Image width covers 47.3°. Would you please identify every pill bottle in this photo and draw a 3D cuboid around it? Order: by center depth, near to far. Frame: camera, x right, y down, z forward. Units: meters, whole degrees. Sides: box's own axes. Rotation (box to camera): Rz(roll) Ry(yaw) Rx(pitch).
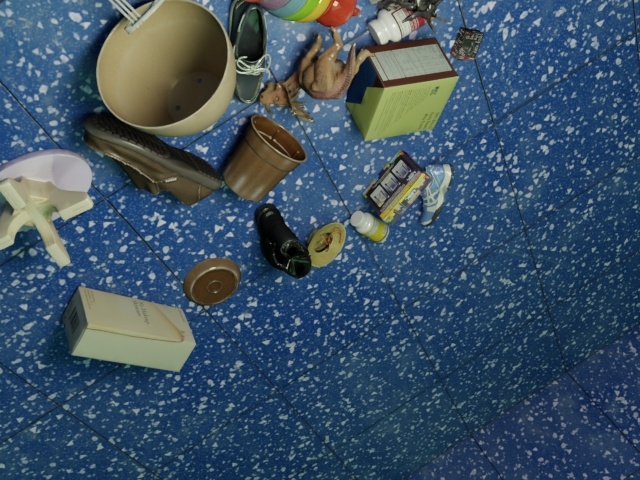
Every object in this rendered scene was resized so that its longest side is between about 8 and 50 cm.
[{"bbox_3d":[0.192,-0.531,1.744,0.152,0.086,0.086,-32,134,-1],"label":"pill bottle"},{"bbox_3d":[0.141,-0.043,2.125,0.116,0.065,0.065,30,108,-41],"label":"pill bottle"}]

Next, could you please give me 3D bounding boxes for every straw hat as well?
[{"bbox_3d":[0.000,0.000,2.084,0.144,0.061,0.144,-26,133,-32],"label":"straw hat"}]

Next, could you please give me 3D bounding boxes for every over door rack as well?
[{"bbox_3d":[-0.328,-0.572,1.354,0.324,0.108,0.239,-32,122,26],"label":"over door rack"}]

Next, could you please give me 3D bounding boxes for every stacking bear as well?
[{"bbox_3d":[-0.035,-0.544,1.563,0.289,0.175,0.164,8,94,-47],"label":"stacking bear"}]

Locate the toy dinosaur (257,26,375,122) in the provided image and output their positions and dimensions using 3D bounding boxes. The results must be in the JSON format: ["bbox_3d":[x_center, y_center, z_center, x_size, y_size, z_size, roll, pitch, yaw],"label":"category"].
[{"bbox_3d":[0.002,-0.362,1.667,0.127,0.296,0.200,34,76,-31],"label":"toy dinosaur"}]

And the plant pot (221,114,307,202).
[{"bbox_3d":[-0.146,-0.191,1.790,0.167,0.167,0.165,20,121,-39],"label":"plant pot"}]

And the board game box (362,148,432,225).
[{"bbox_3d":[0.211,-0.148,2.025,0.048,0.141,0.170,27,110,-41],"label":"board game box"}]

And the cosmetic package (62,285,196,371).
[{"bbox_3d":[-0.504,0.238,1.932,0.310,0.160,0.113,17,116,-38],"label":"cosmetic package"}]

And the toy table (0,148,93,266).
[{"bbox_3d":[-0.630,-0.075,1.609,0.274,0.161,0.252,-35,134,2],"label":"toy table"}]

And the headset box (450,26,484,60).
[{"bbox_3d":[0.381,-0.507,1.903,0.062,0.032,0.083,-1,127,-28],"label":"headset box"}]

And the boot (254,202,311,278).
[{"bbox_3d":[-0.091,0.041,1.966,0.094,0.207,0.246,-25,134,-9],"label":"boot"}]

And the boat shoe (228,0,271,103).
[{"bbox_3d":[-0.160,-0.418,1.645,0.095,0.079,0.254,-7,129,-24],"label":"boat shoe"}]

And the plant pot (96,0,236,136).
[{"bbox_3d":[-0.294,-0.333,1.538,0.284,0.284,0.191,-37,161,3],"label":"plant pot"}]

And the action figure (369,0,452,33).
[{"bbox_3d":[0.192,-0.595,1.643,0.164,0.141,0.275,-36,111,-11],"label":"action figure"}]

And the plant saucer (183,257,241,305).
[{"bbox_3d":[-0.298,0.122,2.042,0.169,0.029,0.168,-15,131,-19],"label":"plant saucer"}]

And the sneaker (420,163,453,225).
[{"bbox_3d":[0.324,-0.139,2.153,0.081,0.080,0.211,8,123,-8],"label":"sneaker"}]

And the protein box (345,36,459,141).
[{"bbox_3d":[0.196,-0.371,1.798,0.201,0.136,0.199,-13,153,-19],"label":"protein box"}]

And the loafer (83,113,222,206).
[{"bbox_3d":[-0.393,-0.165,1.683,0.366,0.134,0.130,27,109,-40],"label":"loafer"}]
